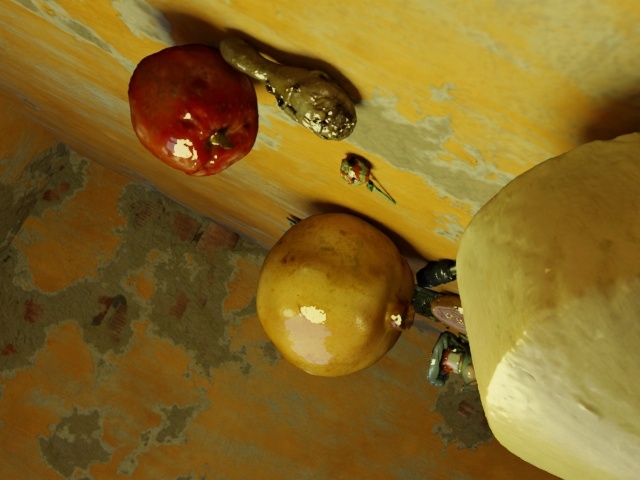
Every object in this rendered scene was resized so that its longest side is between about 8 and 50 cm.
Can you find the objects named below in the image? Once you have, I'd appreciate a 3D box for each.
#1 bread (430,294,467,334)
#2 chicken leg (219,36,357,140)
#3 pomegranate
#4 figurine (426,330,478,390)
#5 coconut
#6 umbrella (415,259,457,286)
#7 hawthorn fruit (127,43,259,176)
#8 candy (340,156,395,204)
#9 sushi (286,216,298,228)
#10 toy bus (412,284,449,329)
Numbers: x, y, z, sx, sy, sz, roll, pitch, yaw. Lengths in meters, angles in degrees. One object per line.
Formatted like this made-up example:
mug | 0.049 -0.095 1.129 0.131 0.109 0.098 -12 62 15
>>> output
bread | 0.432 0.224 1.462 0.189 0.077 0.114 26 138 26
chicken leg | -0.040 -0.196 0.597 0.197 0.069 0.085 34 -165 2
pomegranate | 0.052 0.129 1.188 0.416 0.417 0.417 26 171 5
figurine | 0.562 0.396 1.488 0.387 0.249 0.276 13 167 35
coconut | 0.262 0.074 0.382 0.328 0.329 0.329 26 171 5
umbrella | 0.291 0.074 1.151 0.070 0.071 0.248 27 167 0
hawthorn fruit | -0.164 -0.168 0.660 0.200 0.179 0.179 49 -176 32
candy | 0.092 -0.097 0.850 0.184 0.049 0.056 29 -157 -52
sushi | 0.000 0.000 1.583 0.215 0.051 0.192 30 157 25
toy bus | 0.377 0.224 1.619 0.108 0.096 0.198 28 174 -35
